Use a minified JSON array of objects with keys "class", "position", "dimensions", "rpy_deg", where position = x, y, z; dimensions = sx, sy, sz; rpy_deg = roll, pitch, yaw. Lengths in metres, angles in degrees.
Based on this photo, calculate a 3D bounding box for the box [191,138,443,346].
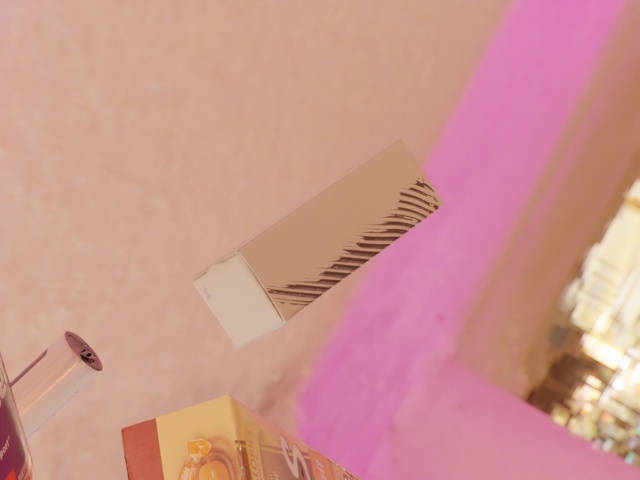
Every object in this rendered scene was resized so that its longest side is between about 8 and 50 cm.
[{"class":"box","position":[0.000,0.000,1.739],"dimensions":[0.275,0.094,0.113],"rpy_deg":[-36,-176,-36]}]

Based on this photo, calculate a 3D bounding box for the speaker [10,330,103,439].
[{"class":"speaker","position":[-0.281,0.153,1.593],"dimensions":[0.136,0.055,0.055],"rpy_deg":[-42,168,9]}]

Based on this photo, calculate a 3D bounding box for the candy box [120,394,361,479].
[{"class":"candy box","position":[-0.023,0.242,1.129],"dimensions":[0.088,0.183,0.316],"rpy_deg":[-19,154,14]}]

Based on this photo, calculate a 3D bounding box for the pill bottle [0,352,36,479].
[{"class":"pill bottle","position":[-0.329,0.094,1.184],"dimensions":[0.181,0.182,0.323],"rpy_deg":[-47,141,-42]}]
